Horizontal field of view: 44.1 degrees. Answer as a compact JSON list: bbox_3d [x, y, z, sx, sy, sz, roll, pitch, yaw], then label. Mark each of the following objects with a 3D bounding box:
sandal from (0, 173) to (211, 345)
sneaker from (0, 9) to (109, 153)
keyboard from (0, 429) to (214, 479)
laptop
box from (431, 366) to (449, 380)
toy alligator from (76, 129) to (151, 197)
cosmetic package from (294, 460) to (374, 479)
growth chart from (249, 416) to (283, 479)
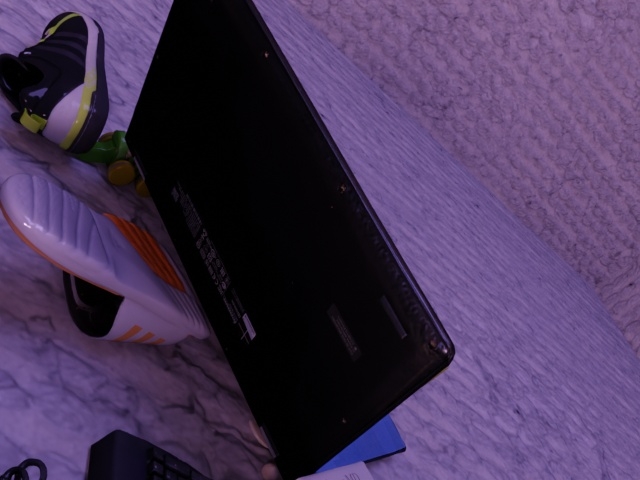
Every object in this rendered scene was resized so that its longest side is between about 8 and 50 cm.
[{"bbox_3d":[-0.180,0.028,0.627,0.102,0.076,0.265,57,6,29],"label":"sandal"},{"bbox_3d":[-0.277,-0.180,0.802,0.097,0.084,0.234,18,29,-35],"label":"sneaker"},{"bbox_3d":[-0.115,0.231,0.443,0.201,0.033,0.317,32,21,-28],"label":"keyboard"},{"bbox_3d":[0.000,0.000,0.750,0.236,0.408,0.382,-15,65,-35],"label":"laptop"},{"bbox_3d":[0.086,0.093,1.108,0.087,0.058,0.232,19,35,-55],"label":"box"},{"bbox_3d":[-0.182,-0.081,0.868,0.190,0.051,0.056,25,31,-48],"label":"toy alligator"},{"bbox_3d":[0.037,0.294,0.604,0.117,0.085,0.231,14,41,-60],"label":"cosmetic package"},{"bbox_3d":[-0.026,0.157,0.810,0.172,0.021,0.237,33,25,-37],"label":"growth chart"}]
